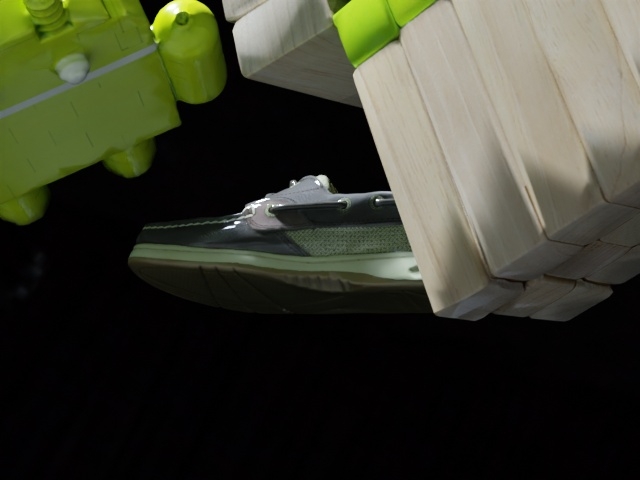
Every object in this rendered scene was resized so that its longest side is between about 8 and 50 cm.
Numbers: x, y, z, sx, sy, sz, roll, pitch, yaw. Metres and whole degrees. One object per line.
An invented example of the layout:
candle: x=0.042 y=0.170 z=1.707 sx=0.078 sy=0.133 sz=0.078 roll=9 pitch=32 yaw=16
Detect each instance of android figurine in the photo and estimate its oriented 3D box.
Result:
android figurine: x=-0.178 y=-0.087 z=0.976 sx=0.273 sy=0.248 sz=0.056 roll=88 pitch=-23 yaw=-72

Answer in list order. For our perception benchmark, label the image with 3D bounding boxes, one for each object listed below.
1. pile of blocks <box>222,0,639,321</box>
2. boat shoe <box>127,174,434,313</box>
pile of blocks: x=0.027 y=-0.115 z=0.535 sx=0.112 sy=0.149 sz=0.362 roll=8 pitch=30 yaw=-48
boat shoe: x=0.000 y=0.000 z=0.895 sx=0.223 sy=0.073 sz=0.080 roll=2 pitch=-20 yaw=18
